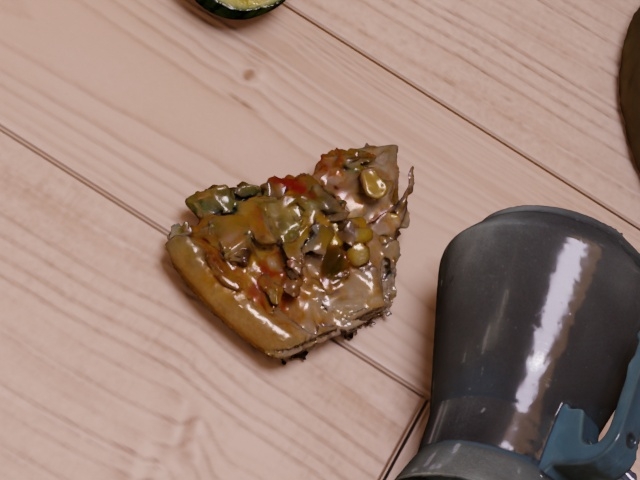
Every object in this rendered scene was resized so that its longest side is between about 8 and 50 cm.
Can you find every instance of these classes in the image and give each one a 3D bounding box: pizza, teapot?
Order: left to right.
[{"bbox_3d":[0.000,0.000,1.248,0.226,0.069,0.147,-21,68,-28],"label":"pizza"},{"bbox_3d":[0.153,0.102,1.170,0.171,0.203,0.225,38,57,-27],"label":"teapot"}]

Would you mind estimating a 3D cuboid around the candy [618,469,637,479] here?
[{"bbox_3d":[0.202,0.219,1.216,0.136,0.038,0.088,-33,64,-33],"label":"candy"}]

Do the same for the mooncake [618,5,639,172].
[{"bbox_3d":[0.471,-0.119,1.383,0.394,0.246,0.393,1,68,-15],"label":"mooncake"}]

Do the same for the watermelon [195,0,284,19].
[{"bbox_3d":[-0.071,-0.222,1.349,0.105,0.062,0.105,7,68,-17],"label":"watermelon"}]
